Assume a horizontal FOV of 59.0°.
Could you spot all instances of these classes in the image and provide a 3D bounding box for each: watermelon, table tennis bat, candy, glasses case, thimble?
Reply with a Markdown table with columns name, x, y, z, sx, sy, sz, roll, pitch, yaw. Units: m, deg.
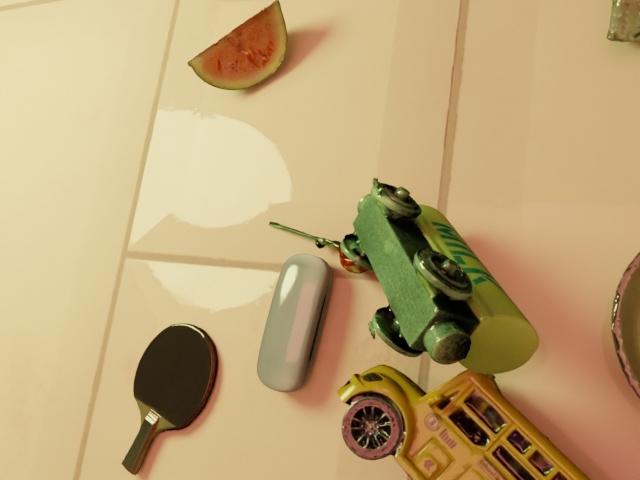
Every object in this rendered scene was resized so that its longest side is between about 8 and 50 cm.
| name | x | y | z | sx | sy | sz | roll | pitch | yaw |
| --- | --- | --- | --- | --- | --- | --- | --- | --- | --- |
| watermelon | -0.111 | -0.289 | 0.854 | 0.163 | 0.087 | 0.069 | -28 | 36 | 14 |
| table tennis bat | -0.222 | 0.222 | 0.800 | 0.130 | 0.019 | 0.220 | 24 | 86 | 28 |
| candy | 0.000 | 0.000 | 0.749 | 0.185 | 0.049 | 0.055 | 18 | 54 | 35 |
| glasses case | -0.033 | 0.105 | 0.729 | 0.067 | 0.045 | 0.178 | 10 | 81 | 26 |
| thimble | 0.356 | -0.269 | 0.626 | 0.062 | 0.084 | 0.110 | 7 | 78 | 25 |

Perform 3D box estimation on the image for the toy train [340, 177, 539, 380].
| name | x | y | z | sx | sy | sz | roll | pitch | yaw |
| --- | --- | --- | --- | --- | --- | --- | --- | --- | --- |
| toy train | 0.118 | 0.035 | 0.585 | 0.105 | 0.157 | 0.253 | -60 | 27 | 23 |

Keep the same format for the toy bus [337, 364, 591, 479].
| name | x | y | z | sx | sy | sz | roll | pitch | yaw |
| --- | --- | --- | --- | --- | --- | --- | --- | --- | --- |
| toy bus | 0.169 | 0.237 | 0.552 | 0.151 | 0.145 | 0.331 | -45 | 67 | -1 |

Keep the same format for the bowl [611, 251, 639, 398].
| name | x | y | z | sx | sy | sz | roll | pitch | yaw |
| --- | --- | --- | --- | --- | --- | --- | --- | --- | --- |
| bowl | 0.377 | 0.089 | 0.511 | 0.211 | 0.112 | 0.211 | -6 | 74 | 22 |
